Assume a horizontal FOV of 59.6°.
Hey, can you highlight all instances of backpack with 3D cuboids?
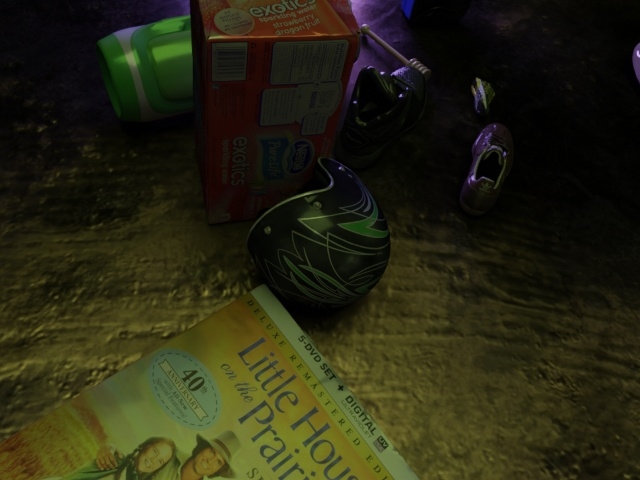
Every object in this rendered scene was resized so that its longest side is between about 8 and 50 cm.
[{"bbox_3d":[0.219,-0.467,1.034,0.120,0.098,0.101,-3,55,-12],"label":"backpack"}]

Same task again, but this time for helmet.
[{"bbox_3d":[0.000,0.000,0.651,0.169,0.169,0.161,9,37,-5],"label":"helmet"}]

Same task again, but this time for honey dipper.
[{"bbox_3d":[0.126,-0.328,0.968,0.030,0.030,0.160,-31,66,-26],"label":"honey dipper"}]

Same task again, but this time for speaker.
[{"bbox_3d":[-0.159,-0.262,0.814,0.296,0.131,0.131,-20,63,-22],"label":"speaker"}]

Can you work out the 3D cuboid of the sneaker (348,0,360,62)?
[{"bbox_3d":[0.001,-0.385,0.951,0.100,0.108,0.271,-26,45,11],"label":"sneaker"}]

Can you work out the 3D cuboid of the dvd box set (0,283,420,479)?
[{"bbox_3d":[-0.135,0.264,0.520,0.420,0.062,0.307,-30,68,-26],"label":"dvd box set"}]

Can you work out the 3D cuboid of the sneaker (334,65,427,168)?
[{"bbox_3d":[0.109,-0.216,0.835,0.087,0.130,0.227,36,56,11],"label":"sneaker"}]

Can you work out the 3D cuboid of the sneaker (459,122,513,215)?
[{"bbox_3d":[0.261,-0.121,0.835,0.066,0.071,0.188,22,57,4],"label":"sneaker"}]

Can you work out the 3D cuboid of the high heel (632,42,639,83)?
[{"bbox_3d":[0.722,-0.226,0.995,0.181,0.127,0.377,4,47,-43],"label":"high heel"}]

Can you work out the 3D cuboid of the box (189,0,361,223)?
[{"bbox_3d":[-0.069,-0.164,0.663,0.154,0.300,0.142,-7,60,-14],"label":"box"}]

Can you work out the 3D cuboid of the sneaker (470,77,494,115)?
[{"bbox_3d":[0.278,-0.243,0.940,0.035,0.031,0.083,5,57,-8],"label":"sneaker"}]
